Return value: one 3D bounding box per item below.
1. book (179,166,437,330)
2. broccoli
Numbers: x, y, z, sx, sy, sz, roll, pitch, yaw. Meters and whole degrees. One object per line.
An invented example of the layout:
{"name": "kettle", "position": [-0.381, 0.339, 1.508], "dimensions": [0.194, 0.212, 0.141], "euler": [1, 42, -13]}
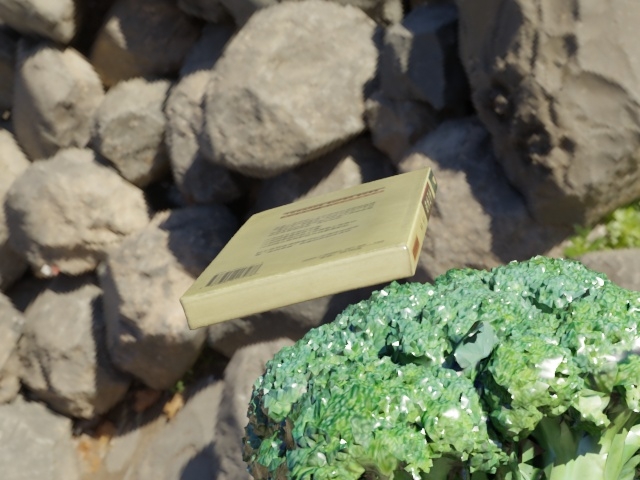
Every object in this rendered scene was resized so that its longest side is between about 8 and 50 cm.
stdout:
{"name": "book", "position": [0.000, 0.000, 0.813], "dimensions": [0.161, 0.026, 0.231], "euler": [-14, 13, 14]}
{"name": "broccoli", "position": [0.088, 0.133, 0.562], "dimensions": [0.270, 0.270, 0.270], "euler": [-38, 50, 25]}
